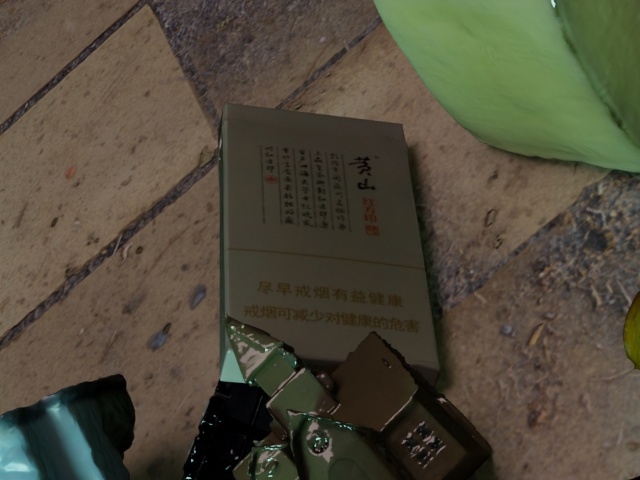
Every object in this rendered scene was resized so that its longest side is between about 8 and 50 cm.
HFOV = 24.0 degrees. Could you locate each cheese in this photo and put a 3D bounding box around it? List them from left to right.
[{"bbox_3d":[0.203,-0.186,1.428,0.124,0.242,0.265,-49,34,-19],"label":"cheese"}]

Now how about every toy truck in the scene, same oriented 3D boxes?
[{"bbox_3d":[-0.070,0.178,1.472,0.125,0.101,0.242,120,171,-63],"label":"toy truck"}]

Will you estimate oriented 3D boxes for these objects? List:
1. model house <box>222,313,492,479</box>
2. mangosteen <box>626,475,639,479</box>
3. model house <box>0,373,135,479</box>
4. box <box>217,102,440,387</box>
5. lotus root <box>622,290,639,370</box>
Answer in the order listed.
[{"bbox_3d":[-0.009,0.150,1.289,0.181,0.176,0.248,-47,73,3],"label":"model house"},{"bbox_3d":[0.236,0.278,0.997,0.211,0.211,0.250,-32,67,20],"label":"mangosteen"},{"bbox_3d":[-0.288,0.355,1.435,0.360,0.339,0.297,-28,-8,4],"label":"model house"},{"bbox_3d":[0.000,0.000,1.512,0.365,0.205,0.051,-94,14,-46],"label":"box"},{"bbox_3d":[0.358,0.067,1.080,0.291,0.193,0.193,-5,52,48],"label":"lotus root"}]
